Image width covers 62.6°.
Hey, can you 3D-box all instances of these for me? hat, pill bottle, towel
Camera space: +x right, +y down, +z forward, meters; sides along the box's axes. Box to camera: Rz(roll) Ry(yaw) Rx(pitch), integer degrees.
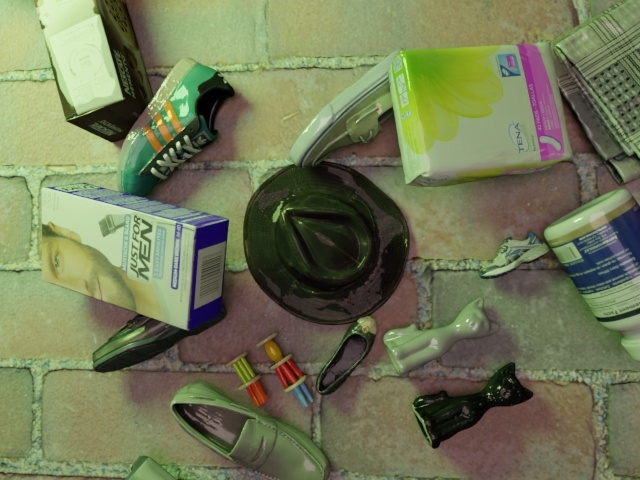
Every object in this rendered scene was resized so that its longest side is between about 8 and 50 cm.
[{"bbox_3d":[0.000,0.000,0.960,0.332,0.134,0.331,0,87,6],"label":"hat"},{"bbox_3d":[0.515,0.059,0.891,0.153,0.153,0.264,-30,85,3],"label":"pill bottle"},{"bbox_3d":[0.607,-0.300,0.954,0.324,0.056,0.312,-31,84,4],"label":"towel"}]

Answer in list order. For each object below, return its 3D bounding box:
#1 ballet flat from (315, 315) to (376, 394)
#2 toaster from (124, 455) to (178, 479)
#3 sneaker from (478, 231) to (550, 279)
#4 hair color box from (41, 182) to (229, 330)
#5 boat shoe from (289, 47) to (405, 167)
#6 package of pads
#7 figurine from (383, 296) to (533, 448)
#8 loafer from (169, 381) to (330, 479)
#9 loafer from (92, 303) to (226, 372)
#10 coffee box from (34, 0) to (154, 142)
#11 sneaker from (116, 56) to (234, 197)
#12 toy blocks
[{"bbox_3d":[0.052,0.218,0.981,0.058,0.049,0.173,34,90,6],"label":"ballet flat"},{"bbox_3d":[-0.321,0.504,0.919,0.147,0.227,0.129,30,114,6],"label":"toaster"},{"bbox_3d":[0.347,0.027,0.968,0.135,0.052,0.058,-25,74,-3],"label":"sneaker"},{"bbox_3d":[-0.340,0.019,0.948,0.339,0.110,0.185,14,106,22],"label":"hair color box"},{"bbox_3d":[0.075,-0.232,0.981,0.302,0.109,0.094,-42,85,-1],"label":"boat shoe"},{"bbox_3d":[0.278,-0.218,0.928,0.297,0.101,0.229,-8,85,-12],"label":"package of pads"},{"bbox_3d":[0.248,0.229,0.950,0.210,0.092,0.214,-23,83,-4],"label":"figurine"},{"bbox_3d":[-0.132,0.367,0.959,0.320,0.111,0.112,25,89,7],"label":"loafer"},{"bbox_3d":[-0.314,0.165,1.014,0.268,0.096,0.084,-25,65,-3],"label":"loafer"},{"bbox_3d":[-0.428,-0.360,1.009,0.119,0.168,0.297,-18,84,5],"label":"coffee box"},{"bbox_3d":[-0.277,-0.201,1.013,0.121,0.108,0.302,28,88,11],"label":"sneaker"},{"bbox_3d":[-0.093,0.266,0.991,0.123,0.054,0.148,-34,84,2],"label":"toy blocks"}]
